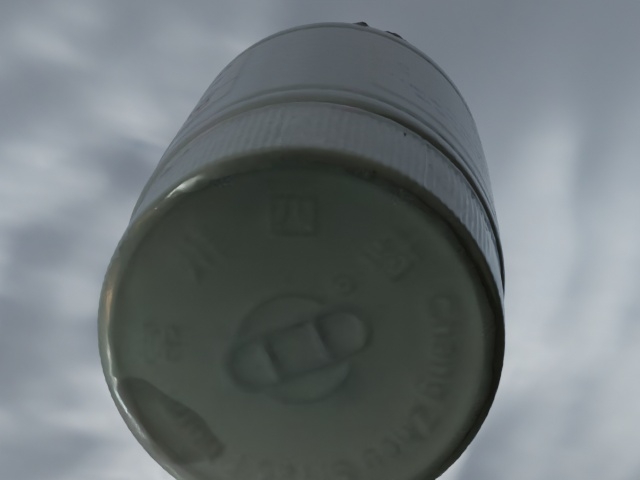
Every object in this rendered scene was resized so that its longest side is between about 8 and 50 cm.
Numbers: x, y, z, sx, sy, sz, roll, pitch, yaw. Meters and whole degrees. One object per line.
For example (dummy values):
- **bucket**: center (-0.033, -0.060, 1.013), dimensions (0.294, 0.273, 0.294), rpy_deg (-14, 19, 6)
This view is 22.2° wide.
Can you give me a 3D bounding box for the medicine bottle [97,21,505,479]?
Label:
- **medicine bottle**: center (0.000, 0.000, 0.863), dimensions (0.189, 0.332, 0.190), rpy_deg (1, -74, 3)
